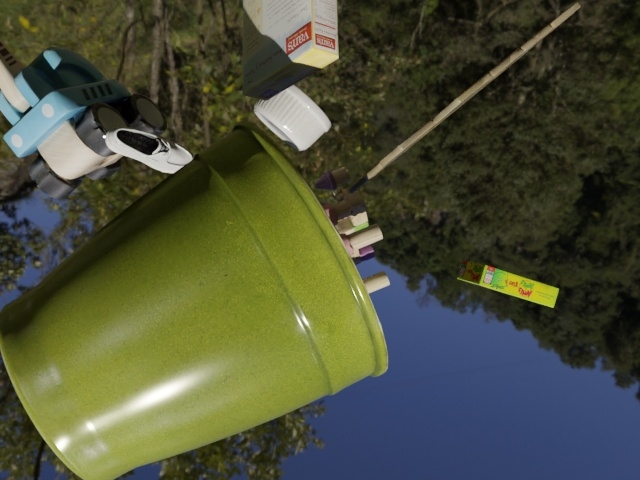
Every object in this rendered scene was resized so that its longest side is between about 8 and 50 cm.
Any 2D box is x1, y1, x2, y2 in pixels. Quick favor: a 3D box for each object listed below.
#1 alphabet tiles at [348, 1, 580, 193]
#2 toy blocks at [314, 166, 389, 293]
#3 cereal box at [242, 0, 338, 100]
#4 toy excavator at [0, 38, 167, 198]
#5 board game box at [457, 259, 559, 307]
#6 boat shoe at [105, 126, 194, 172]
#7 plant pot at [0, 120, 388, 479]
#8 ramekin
[{"bbox_3d":[0.187,-0.186,0.788,0.342,0.011,0.285,-39,-179,-21],"label":"alphabet tiles"},{"bbox_3d":[0.000,0.000,1.534,0.259,0.289,0.309,-22,-126,-3],"label":"toy blocks"},{"bbox_3d":[-0.045,-0.327,0.772,0.047,0.241,0.173,4,171,-36],"label":"cereal box"},{"bbox_3d":[-0.607,-0.322,1.207,0.445,0.222,0.433,54,-156,-8],"label":"toy excavator"},{"bbox_3d":[0.387,0.089,1.206,0.181,0.043,0.092,17,179,-16],"label":"board game box"},{"bbox_3d":[-0.330,-0.184,1.161,0.184,0.066,0.063,23,167,-33],"label":"boat shoe"},{"bbox_3d":[-0.166,0.096,0.716,0.352,0.367,0.366,-29,-146,-14],"label":"plant pot"},{"bbox_3d":[-0.082,-0.332,1.556,0.207,0.109,0.207,40,180,0],"label":"ramekin"}]
